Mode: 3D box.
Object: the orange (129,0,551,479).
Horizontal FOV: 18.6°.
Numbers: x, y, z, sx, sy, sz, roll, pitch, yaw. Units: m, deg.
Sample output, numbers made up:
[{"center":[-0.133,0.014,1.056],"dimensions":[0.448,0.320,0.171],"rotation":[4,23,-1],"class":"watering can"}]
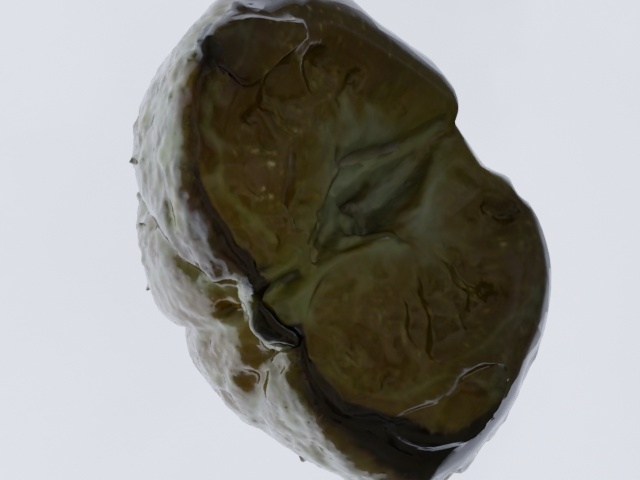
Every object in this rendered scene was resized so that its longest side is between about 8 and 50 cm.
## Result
[{"center":[0.000,0.000,1.377],"dimensions":[0.271,0.210,0.369],"rotation":[-38,-78,-33],"class":"orange"}]
